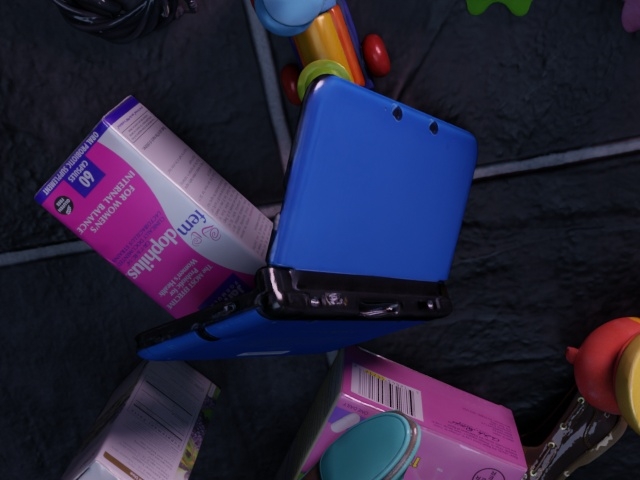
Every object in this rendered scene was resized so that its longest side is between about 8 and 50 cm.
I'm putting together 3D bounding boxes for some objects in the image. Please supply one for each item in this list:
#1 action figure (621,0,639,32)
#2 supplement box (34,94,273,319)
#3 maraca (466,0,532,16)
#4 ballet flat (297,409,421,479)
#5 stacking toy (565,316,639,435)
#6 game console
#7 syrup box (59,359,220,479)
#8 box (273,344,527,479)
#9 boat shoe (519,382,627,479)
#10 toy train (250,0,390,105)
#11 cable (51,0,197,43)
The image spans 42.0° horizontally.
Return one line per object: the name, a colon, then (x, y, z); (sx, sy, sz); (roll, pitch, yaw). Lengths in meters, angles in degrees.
action figure: (0.371, -0.241, 0.647); (0.248, 0.276, 0.370); (-4, 97, -1)
supplement box: (-0.153, -0.023, 0.840); (0.220, 0.114, 0.111); (42, 107, -13)
maraca: (0.162, -0.280, 0.730); (0.127, 0.099, 0.185); (6, 137, 12)
ballet flat: (0.020, 0.259, 0.837); (0.247, 0.083, 0.087); (-41, 127, 17)
stacking toy: (0.430, 0.139, 0.880); (0.309, 0.130, 0.279); (43, 76, -16)
game console: (0.000, 0.000, 0.777); (0.250, 0.293, 0.173); (-21, 73, 32)
syrup box: (-0.187, 0.214, 0.865); (0.096, 0.237, 0.093); (40, 107, -11)
box: (0.072, 0.274, 0.934); (0.214, 0.117, 0.243); (24, 111, -5)
boat shoe: (0.244, 0.242, 0.937); (0.073, 0.073, 0.207); (41, 101, -7)
toy train: (0.012, -0.144, 0.763); (0.105, 0.143, 0.248); (-17, 109, 11)
cable: (-0.202, -0.270, 0.763); (0.151, 0.047, 0.184); (-5, 136, 19)
